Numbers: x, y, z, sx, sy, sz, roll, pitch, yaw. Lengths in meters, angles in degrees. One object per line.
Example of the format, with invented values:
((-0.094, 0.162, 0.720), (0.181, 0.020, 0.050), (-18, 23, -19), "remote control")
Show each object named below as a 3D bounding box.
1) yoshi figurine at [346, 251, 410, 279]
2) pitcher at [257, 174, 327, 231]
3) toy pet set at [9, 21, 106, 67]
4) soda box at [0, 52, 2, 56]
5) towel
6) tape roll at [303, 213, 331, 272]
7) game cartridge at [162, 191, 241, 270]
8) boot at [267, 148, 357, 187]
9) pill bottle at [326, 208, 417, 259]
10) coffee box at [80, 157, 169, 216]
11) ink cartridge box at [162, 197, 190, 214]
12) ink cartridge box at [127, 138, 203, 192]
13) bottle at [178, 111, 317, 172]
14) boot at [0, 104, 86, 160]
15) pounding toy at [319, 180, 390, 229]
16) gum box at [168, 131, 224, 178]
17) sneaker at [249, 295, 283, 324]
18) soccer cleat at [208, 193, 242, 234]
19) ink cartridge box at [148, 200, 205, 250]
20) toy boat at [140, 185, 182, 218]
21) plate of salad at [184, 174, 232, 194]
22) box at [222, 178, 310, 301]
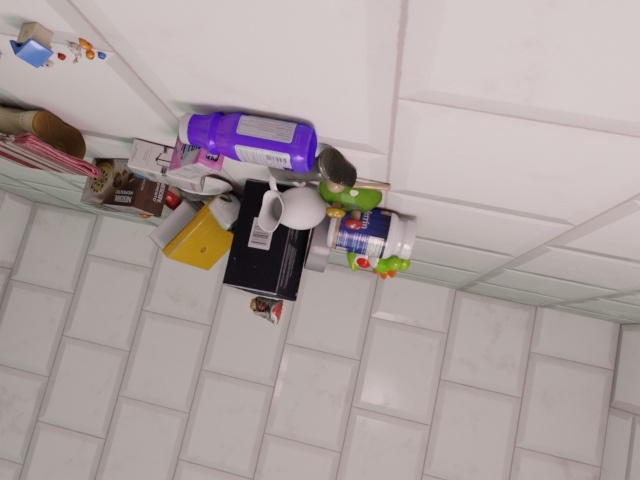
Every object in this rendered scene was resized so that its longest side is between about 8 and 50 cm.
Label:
((0.193, -0.005, 1.840), (0.362, 0.204, 0.202), (24, 143, 54), "yoshi figurine")
((-0.074, -0.116, 1.469), (0.126, 0.177, 0.207), (17, -165, 37), "pitcher")
((-0.470, -0.325, 0.912), (0.122, 0.065, 0.114), (8, 170, 27), "toy pet set")
((-0.773, -0.352, 1.091), (0.287, 0.091, 0.098), (4, 168, 44), "soda box")
((-0.813, -0.244, 1.436), (0.329, 0.037, 0.237), (10, 169, 26), "towel")
((0.000, 0.000, 1.810), (0.073, 0.219, 0.219), (14, 171, -4), "tape roll")
((-0.405, -0.034, 1.968), (0.052, 0.323, 0.285), (45, -176, 23), "game cartridge")
((-0.036, -0.179, 1.255), (0.209, 0.075, 0.190), (16, 172, 27), "boot")
((0.161, -0.026, 1.630), (0.265, 0.153, 0.153), (12, 171, 3), "pill bottle")
((-0.667, -0.183, 1.772), (0.298, 0.167, 0.119), (8, 170, 33), "coffee box")
((-0.668, -0.145, 2.258), (0.220, 0.092, 0.160), (9, 171, 23), "ink cartridge box")
((-0.440, -0.214, 1.512), (0.203, 0.085, 0.148), (13, 172, -9), "ink cartridge box")
((-0.152, -0.212, 1.085), (0.283, 0.092, 0.118), (12, 171, 8), "bottle")
((-0.809, -0.300, 1.460), (0.204, 0.095, 0.262), (11, 170, 6), "boot")
((0.078, -0.098, 1.431), (0.183, 0.110, 0.237), (13, 172, -5), "pounding toy")
((-0.286, -0.213, 1.224), (0.062, 0.107, 0.189), (19, 170, -36), "gum box")
((-0.191, 0.239, 1.791), (0.093, 0.087, 0.225), (14, 170, -19), "sneaker")
((-0.292, -0.115, 1.830), (0.143, 0.116, 0.331), (47, -170, 0), "soccer cleat")
((-0.536, -0.054, 2.056), (0.114, 0.197, 0.273), (46, -176, -4), "ink cartridge box")
((-0.647, -0.156, 1.964), (0.231, 0.151, 0.151), (16, 171, -21), "toy boat")
((-0.393, -0.192, 1.716), (0.200, 0.048, 0.200), (2, 170, 0), "plate of salad")
((-0.160, 0.013, 1.715), (0.179, 0.342, 0.312), (10, 170, 11), "box")
